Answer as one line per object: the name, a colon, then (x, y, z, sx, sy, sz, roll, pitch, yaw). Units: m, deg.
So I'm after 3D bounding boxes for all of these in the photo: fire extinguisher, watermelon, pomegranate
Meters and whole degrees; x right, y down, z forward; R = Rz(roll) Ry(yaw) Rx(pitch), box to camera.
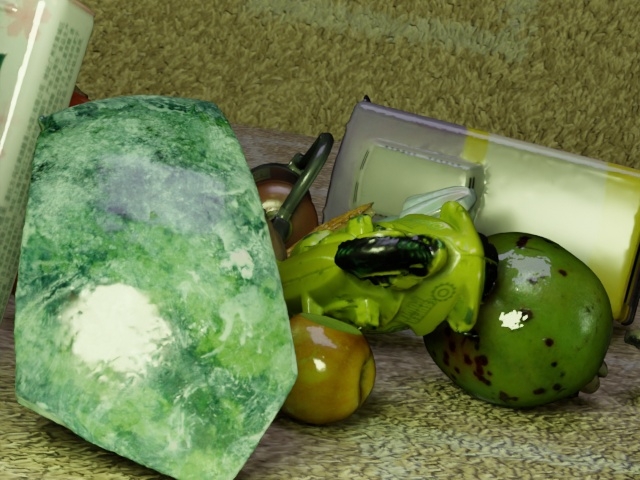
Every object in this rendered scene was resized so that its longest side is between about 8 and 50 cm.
fire extinguisher: (-0.056, -0.061, 2.411, 0.113, 0.200, 0.376, 10, 9, -4)
watermelon: (-0.153, 0.066, 1.584, 0.228, 0.387, 0.258, -4, -31, -9)
pomegranate: (0.223, 0.097, 1.933, 0.202, 0.202, 0.248, 20, -17, 42)

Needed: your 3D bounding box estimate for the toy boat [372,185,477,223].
toy boat: (0.058, 0.029, 2.122, 0.290, 0.100, 0.199, -26, 7, 16)

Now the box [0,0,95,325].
box: (-0.346, -0.060, 1.647, 0.190, 0.370, 0.112, 16, -3, 21)

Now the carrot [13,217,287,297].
carrot: (-0.177, 0.037, 1.944, 0.302, 0.139, 0.138, -10, 19, -29)

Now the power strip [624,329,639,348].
power strip: (0.461, 0.163, 2.070, 0.198, 0.064, 0.213, 14, -3, 31)

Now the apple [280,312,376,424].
apple: (0.001, 0.125, 1.723, 0.102, 0.099, 0.114, 18, 3, 27)

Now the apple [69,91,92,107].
apple: (-0.316, -0.069, 2.099, 0.242, 0.242, 0.241, 12, 11, 10)

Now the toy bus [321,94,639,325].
toy bus: (0.218, -0.039, 2.404, 0.440, 0.209, 0.249, 16, 1, 14)

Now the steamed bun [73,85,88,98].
steamed bun: (-0.456, -0.140, 2.265, 0.199, 0.251, 0.301, 21, -1, 32)

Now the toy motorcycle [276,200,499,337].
toy motorcycle: (0.052, 0.038, 1.831, 0.206, 0.142, 0.342, 12, -17, -25)

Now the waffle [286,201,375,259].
waffle: (0.000, 0.000, 2.069, 0.092, 0.021, 0.135, -23, 11, 39)
